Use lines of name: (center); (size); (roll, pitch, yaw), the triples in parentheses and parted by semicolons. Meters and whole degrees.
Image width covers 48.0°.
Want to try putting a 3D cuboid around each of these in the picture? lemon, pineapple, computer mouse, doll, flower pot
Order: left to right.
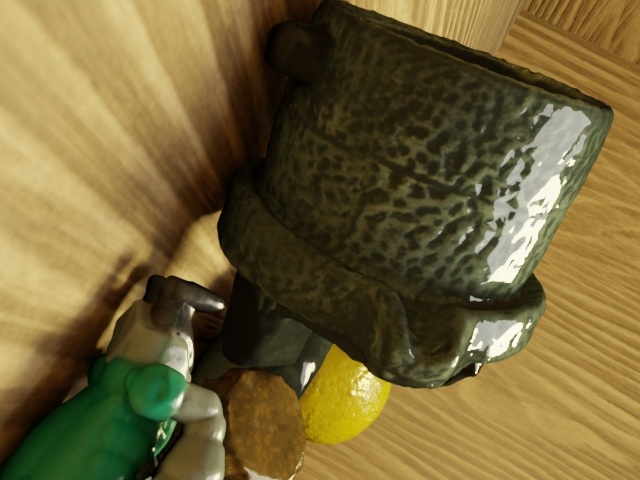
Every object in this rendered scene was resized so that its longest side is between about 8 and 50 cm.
doll: (-0.124, 0.162, 0.467); (0.258, 0.153, 0.195); (-55, -156, 7)
pineapple: (-0.115, 0.188, 0.632); (0.119, 0.111, 0.237); (-5, 161, -48)
computer mouse: (-0.103, 0.185, 0.845); (0.374, 0.114, 0.203); (-57, 179, 38)
lemon: (0.027, 0.274, 1.479); (0.310, 0.253, 0.253); (-63, 172, 16)
flower pot: (0.061, -0.017, 0.574); (0.283, 0.299, 0.299); (-68, 170, 21)
